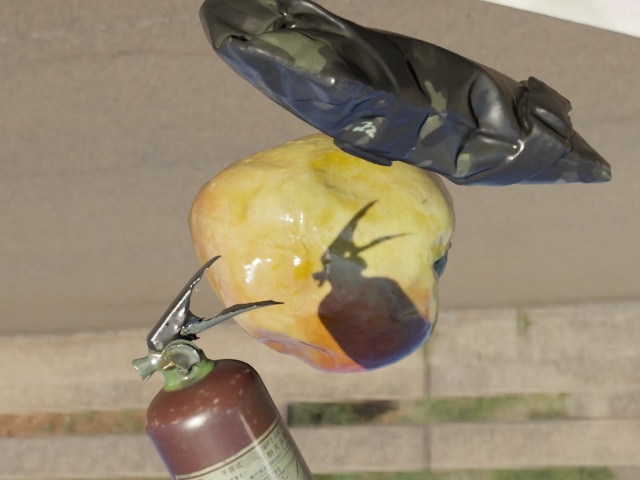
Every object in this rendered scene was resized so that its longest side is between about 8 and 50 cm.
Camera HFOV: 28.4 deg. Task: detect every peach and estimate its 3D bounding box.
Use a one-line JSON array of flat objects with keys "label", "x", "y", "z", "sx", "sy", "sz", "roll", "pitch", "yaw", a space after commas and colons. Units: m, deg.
[{"label": "peach", "x": 0.000, "y": 0.000, "z": 1.099, "sx": 0.235, "sy": 0.214, "sz": 0.214, "roll": 18, "pitch": 165, "yaw": 0}]

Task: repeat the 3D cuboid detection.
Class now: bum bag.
[{"label": "bum bag", "x": 0.072, "y": -0.090, "z": 0.864, "sx": 0.340, "sy": 0.095, "sz": 0.144, "roll": 13, "pitch": -162, "yaw": -41}]

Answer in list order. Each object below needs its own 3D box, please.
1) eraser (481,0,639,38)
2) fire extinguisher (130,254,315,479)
[{"label": "eraser", "x": 0.172, "y": -0.190, "z": 0.818, "sx": 0.213, "sy": 0.082, "sz": 0.397, "roll": -6, "pitch": -158, "yaw": -43}, {"label": "fire extinguisher", "x": -0.032, "y": 0.123, "z": 0.705, "sx": 0.099, "sy": 0.231, "sz": 0.071, "roll": -27, "pitch": -168, "yaw": -7}]
